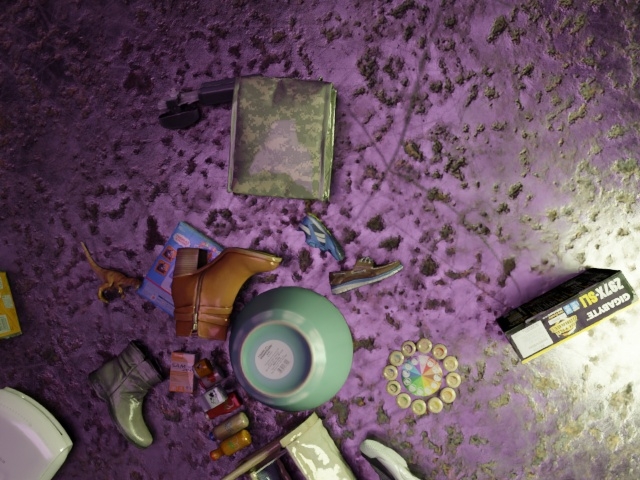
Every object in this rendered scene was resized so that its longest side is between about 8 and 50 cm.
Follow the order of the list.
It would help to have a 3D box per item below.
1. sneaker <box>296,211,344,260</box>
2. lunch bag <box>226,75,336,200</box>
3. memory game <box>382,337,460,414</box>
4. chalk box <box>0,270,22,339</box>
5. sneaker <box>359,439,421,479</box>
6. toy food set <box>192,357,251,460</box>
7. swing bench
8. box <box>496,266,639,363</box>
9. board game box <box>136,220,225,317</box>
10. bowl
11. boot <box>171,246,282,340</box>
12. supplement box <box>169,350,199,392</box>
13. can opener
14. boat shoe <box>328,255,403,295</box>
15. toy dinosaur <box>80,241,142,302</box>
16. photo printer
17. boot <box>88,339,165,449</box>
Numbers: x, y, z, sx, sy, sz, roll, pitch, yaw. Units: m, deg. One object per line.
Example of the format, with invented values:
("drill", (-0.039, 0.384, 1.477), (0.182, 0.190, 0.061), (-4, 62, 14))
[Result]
("sneaker", (0.000, 0.000, 1.839), (0.059, 0.053, 0.144), (-43, 75, 6))
("lunch bag", (-0.089, -0.244, 1.792), (0.235, 0.169, 0.286), (5, 95, 6))
("memory game", (0.242, 0.325, 1.820), (0.186, 0.012, 0.186), (0, 90, 10))
("chalk box", (-0.949, 0.199, 1.929), (0.289, 0.180, 0.179), (-16, 88, 8))
("sneaker", (0.169, 0.601, 1.786), (0.269, 0.101, 0.153), (40, 94, 4))
("toy food set", (-0.260, 0.406, 1.851), (0.105, 0.111, 0.232), (-31, 88, 8))
("swing bench", (-0.053, 0.586, 1.793), (0.255, 0.165, 0.253), (-35, 84, 7))
("box", (0.510, 0.151, 1.620), (0.257, 0.322, 0.079), (-32, 84, 7))
("board game box", (-0.337, 0.083, 1.899), (0.160, 0.039, 0.211), (33, 96, 8))
("bowl", (-0.086, 0.267, 1.798), (0.312, 0.163, 0.311), (0, 90, 8))
("boot", (-0.226, 0.127, 1.798), (0.284, 0.109, 0.220), (0, 84, 15))
("supplement box", (-0.341, 0.327, 1.902), (0.062, 0.036, 0.098), (3, 90, 9))
("can opener", (-0.269, -0.349, 1.881), (0.281, 0.074, 0.093), (-12, 123, 11))
("boat shoe", (0.104, 0.073, 1.814), (0.183, 0.066, 0.066), (-19, 86, 9))
("toy dinosaur", (-0.537, 0.098, 1.933), (0.212, 0.064, 0.112), (22, 82, 20))
("photo printer", (-0.797, 0.548, 1.942), (0.256, 0.107, 0.307), (39, 96, 7))
("boot", (-0.454, 0.384, 1.903), (0.161, 0.083, 0.246), (-35, 86, 2))
